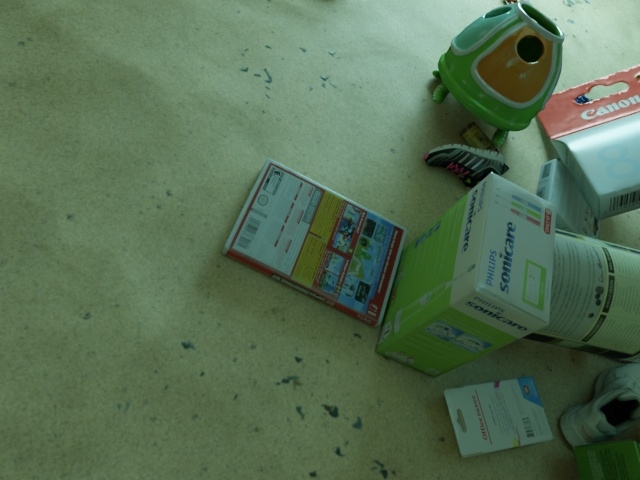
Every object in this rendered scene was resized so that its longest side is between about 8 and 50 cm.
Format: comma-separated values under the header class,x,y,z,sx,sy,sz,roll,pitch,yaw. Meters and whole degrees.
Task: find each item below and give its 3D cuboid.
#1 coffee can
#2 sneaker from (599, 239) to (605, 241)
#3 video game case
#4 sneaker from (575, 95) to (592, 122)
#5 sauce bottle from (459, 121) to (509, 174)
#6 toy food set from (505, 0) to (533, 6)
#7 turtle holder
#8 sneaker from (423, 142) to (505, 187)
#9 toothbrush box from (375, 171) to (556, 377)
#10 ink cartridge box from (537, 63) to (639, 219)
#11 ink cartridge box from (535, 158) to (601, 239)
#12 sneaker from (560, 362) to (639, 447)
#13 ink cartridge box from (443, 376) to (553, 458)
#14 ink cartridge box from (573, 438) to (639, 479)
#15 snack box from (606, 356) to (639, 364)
class,x,y,z,sx,sy,sz,roll,pitch,yaw
coffee can,0.419,0.084,1.028,0.276,0.201,0.201,13,59,-10
sneaker,0.592,0.087,1.182,0.121,0.079,0.216,-5,63,-39
video game case,0.000,0.000,1.015,0.285,0.025,0.204,26,56,-8
sneaker,0.630,-0.238,1.391,0.090,0.081,0.232,27,50,-32
sauce bottle,0.349,-0.192,1.259,0.042,0.042,0.128,-35,81,-33
toy food set,0.526,-0.638,1.587,0.083,0.020,0.083,-12,69,-28
turtle holder,0.396,-0.368,1.250,0.243,0.227,0.320,47,38,15
sneaker,0.291,-0.145,1.195,0.171,0.063,0.074,6,74,-12
toothbrush box,0.217,0.065,0.918,0.122,0.283,0.206,25,56,-9
ink cartridge box,0.659,-0.249,1.256,0.308,0.091,0.384,-18,52,9
ink cartridge box,0.537,-0.068,1.287,0.179,0.045,0.145,40,53,-21
sneaker,0.529,0.284,1.037,0.232,0.115,0.090,-29,78,-33
ink cartridge box,0.270,0.285,0.956,0.181,0.061,0.104,0,64,-24
ink cartridge box,0.513,0.443,0.969,0.255,0.097,0.188,34,46,-47
snack box,0.558,0.195,1.153,0.178,0.022,0.064,19,57,-13
